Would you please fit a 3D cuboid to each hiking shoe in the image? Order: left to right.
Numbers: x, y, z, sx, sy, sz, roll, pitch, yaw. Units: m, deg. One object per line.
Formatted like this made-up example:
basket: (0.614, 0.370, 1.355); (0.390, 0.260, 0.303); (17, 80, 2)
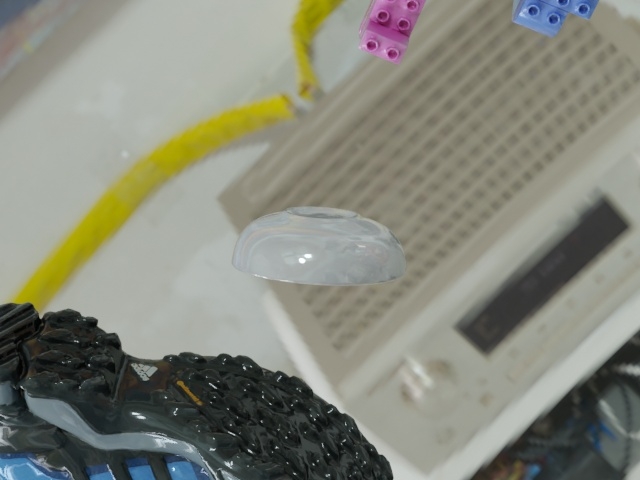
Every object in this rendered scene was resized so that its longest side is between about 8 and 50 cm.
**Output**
hiking shoe: (-0.098, 0.143, 1.111); (0.113, 0.304, 0.132); (-67, -2, -56)

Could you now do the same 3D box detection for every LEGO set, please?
LEGO set: (0.092, -0.149, 0.682); (0.093, 0.087, 0.227); (-75, 8, -59)

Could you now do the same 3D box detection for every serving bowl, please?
serving bowl: (0.000, 0.000, 0.809); (0.083, 0.083, 0.027); (15, 105, 48)
